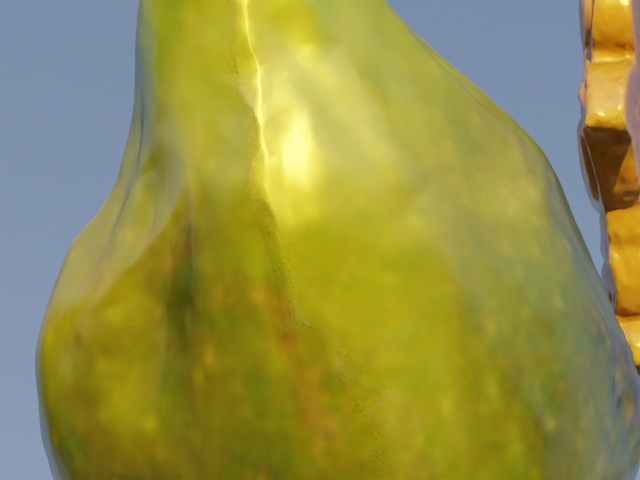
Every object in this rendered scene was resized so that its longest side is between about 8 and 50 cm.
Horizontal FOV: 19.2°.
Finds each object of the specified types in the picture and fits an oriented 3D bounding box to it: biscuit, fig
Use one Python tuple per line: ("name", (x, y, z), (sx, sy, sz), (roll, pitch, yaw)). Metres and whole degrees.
("biscuit", (0.129, -0.062, 0.778), (0.035, 0.250, 0.162), (0, -20, 16))
("fig", (0.000, 0.000, 0.626), (0.206, 0.206, 0.275), (-5, -66, 8))
